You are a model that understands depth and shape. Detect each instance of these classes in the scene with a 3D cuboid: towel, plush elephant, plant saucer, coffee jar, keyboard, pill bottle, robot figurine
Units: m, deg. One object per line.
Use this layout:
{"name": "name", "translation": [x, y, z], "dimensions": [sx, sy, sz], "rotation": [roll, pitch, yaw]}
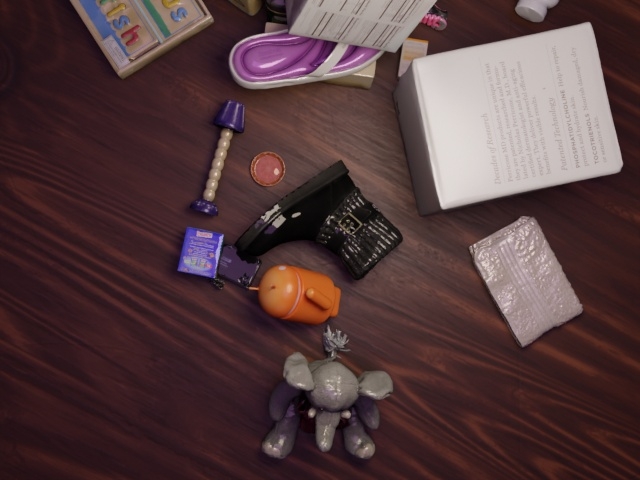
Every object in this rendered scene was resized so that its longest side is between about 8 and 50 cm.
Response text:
{"name": "towel", "translation": [0.499, 0.096, 1.929], "dimensions": [0.187, 0.049, 0.282], "rotation": [-30, 90, -2]}
{"name": "plush elephant", "translation": [0.017, 0.367, 1.800], "dimensions": [0.271, 0.255, 0.330], "rotation": [8, 88, -2]}
{"name": "plant saucer", "translation": [-0.128, -0.173, 1.928], "dimensions": [0.083, 0.013, 0.084], "rotation": [0, 89, -3]}
{"name": "coffee jar", "translation": [-0.087, -0.560, 1.853], "dimensions": [0.079, 0.184, 0.096], "rotation": [11, 88, -2]}
{"name": "keyboard", "translation": [-0.243, 0.058, 1.916], "dimensions": [0.180, 0.023, 0.108], "rotation": [26, 82, -1]}
{"name": "pill bottle", "translation": [0.544, -0.629, 1.919], "dimensions": [0.103, 0.103, 0.184], "rotation": [26, 88, -1]}
{"name": "robot figurine", "translation": [-0.052, 0.126, 1.839], "dimensions": [0.219, 0.158, 0.128], "rotation": [15, 118, -38]}

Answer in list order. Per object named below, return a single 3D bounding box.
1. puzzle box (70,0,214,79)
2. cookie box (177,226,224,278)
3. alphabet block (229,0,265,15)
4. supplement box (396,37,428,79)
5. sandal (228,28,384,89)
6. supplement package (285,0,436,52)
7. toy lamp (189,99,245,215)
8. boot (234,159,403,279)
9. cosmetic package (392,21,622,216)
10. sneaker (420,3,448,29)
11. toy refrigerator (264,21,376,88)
{"name": "puzzle box", "translation": [-0.476, -0.630, 1.907], "dimensions": [0.272, 0.052, 0.409], "rotation": [-33, 90, -3]}
{"name": "cookie box", "translation": [-0.282, 0.030, 1.883], "dimensions": [0.091, 0.040, 0.107], "rotation": [12, 83, -3]}
{"name": "alphabet block", "translation": [-0.181, -0.675, 1.846], "dimensions": [0.192, 0.197, 0.193], "rotation": [34, 87, -1]}
{"name": "supplement box", "translation": [0.224, -0.439, 1.935], "dimensions": [0.062, 0.036, 0.099], "rotation": [10, 88, -2]}
{"name": "sandal", "translation": [-0.006, -0.446, 1.802], "dimensions": [0.416, 0.102, 0.170], "rotation": [-24, 85, -8]}
{"name": "supplement package", "translation": [0.078, -0.557, 1.694], "dimensions": [0.262, 0.198, 0.200], "rotation": [4, 66, -23]}
{"name": "toy lamp", "translation": [-0.242, -0.199, 1.894], "dimensions": [0.080, 0.080, 0.275], "rotation": [18, 89, -2]}
{"name": "boot", "translation": [0.002, -0.001, 1.848], "dimensions": [0.348, 0.131, 0.260], "rotation": [-35, 90, -15]}
{"name": "cosmetic package", "translation": [0.401, -0.257, 1.793], "dimensions": [0.393, 0.329, 0.328], "rotation": [-12, 90, -2]}
{"name": "sneaker", "translation": [0.259, -0.562, 1.942], "dimensions": [0.119, 0.047, 0.057], "rotation": [25, 66, -2]}
{"name": "toy refrigerator", "translation": [-0.004, -0.440, 1.902], "dimensions": [0.269, 0.094, 0.102], "rotation": [7, 81, -2]}
